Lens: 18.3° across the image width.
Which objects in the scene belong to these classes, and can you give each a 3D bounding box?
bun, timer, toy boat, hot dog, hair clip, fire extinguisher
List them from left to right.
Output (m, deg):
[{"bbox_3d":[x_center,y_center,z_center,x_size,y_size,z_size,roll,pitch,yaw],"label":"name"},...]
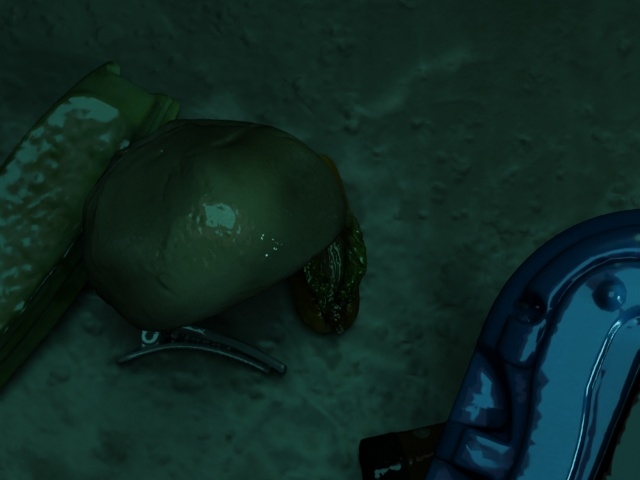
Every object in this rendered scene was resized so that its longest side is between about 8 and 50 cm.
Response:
[{"bbox_3d":[-0.192,0.005,1.281,0.093,0.055,0.293,30,75,7],"label":"toy boat"},{"bbox_3d":[-0.077,-0.018,1.221,0.173,0.166,0.113,-19,100,32],"label":"bun"},{"bbox_3d":[-0.078,0.074,1.286,0.115,0.030,0.039,15,93,2],"label":"hair clip"},{"bbox_3d":[0.000,0.000,1.302,0.056,0.041,0.133,-11,76,-7],"label":"hot dog"},{"bbox_3d":[0.115,0.130,1.273,0.177,0.050,0.062,-12,37,-8],"label":"fire extinguisher"},{"bbox_3d":[0.208,0.166,1.083,0.309,0.115,0.340,21,85,10],"label":"timer"}]
